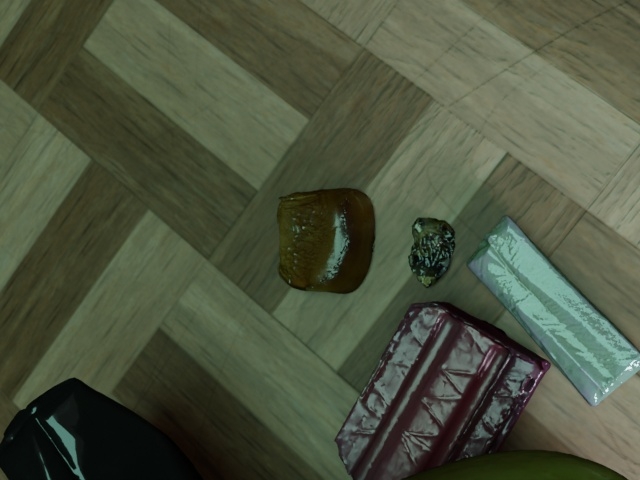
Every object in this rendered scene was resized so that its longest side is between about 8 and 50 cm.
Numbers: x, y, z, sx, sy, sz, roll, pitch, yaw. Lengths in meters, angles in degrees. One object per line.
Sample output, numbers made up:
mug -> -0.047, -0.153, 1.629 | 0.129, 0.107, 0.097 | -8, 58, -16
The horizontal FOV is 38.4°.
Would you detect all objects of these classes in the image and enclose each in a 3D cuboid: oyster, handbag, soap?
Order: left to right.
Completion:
handbag -> -0.180, 0.318, 1.031 | 0.152, 0.288, 0.342 | -40, 75, -9
soap -> 0.123, 0.201, 1.029 | 0.162, 0.099, 0.250 | 32, 97, 17
oyster -> 0.129, 0.014, 1.079 | 0.054, 0.019, 0.083 | 7, 89, 18

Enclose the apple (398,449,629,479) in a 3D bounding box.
apple -> 0.162, 0.421, 0.826 | 0.473, 0.473, 0.474 | -1, 87, 18

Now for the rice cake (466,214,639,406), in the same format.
rice cake -> 0.255, 0.076, 1.022 | 0.080, 0.042, 0.222 | -45, 76, 16

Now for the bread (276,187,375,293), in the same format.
bread -> 0.000, 0.000, 1.112 | 0.126, 0.044, 0.129 | 1, 90, 20
